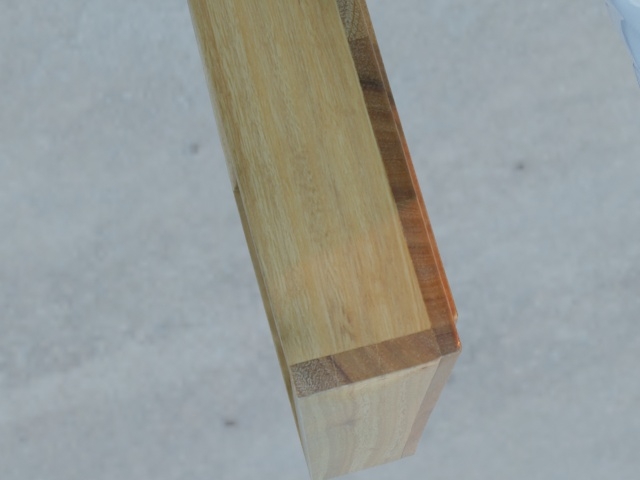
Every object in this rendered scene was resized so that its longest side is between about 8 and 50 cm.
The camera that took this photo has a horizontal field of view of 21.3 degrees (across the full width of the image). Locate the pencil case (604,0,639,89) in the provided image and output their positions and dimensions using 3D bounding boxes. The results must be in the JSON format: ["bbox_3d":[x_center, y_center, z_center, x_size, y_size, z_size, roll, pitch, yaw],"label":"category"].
[{"bbox_3d":[0.112,-0.141,0.524,0.113,0.124,0.273,-25,118,12],"label":"pencil case"}]

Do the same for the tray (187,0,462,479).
[{"bbox_3d":[0.000,0.000,0.862,0.076,0.203,0.411,-15,168,-2],"label":"tray"}]
